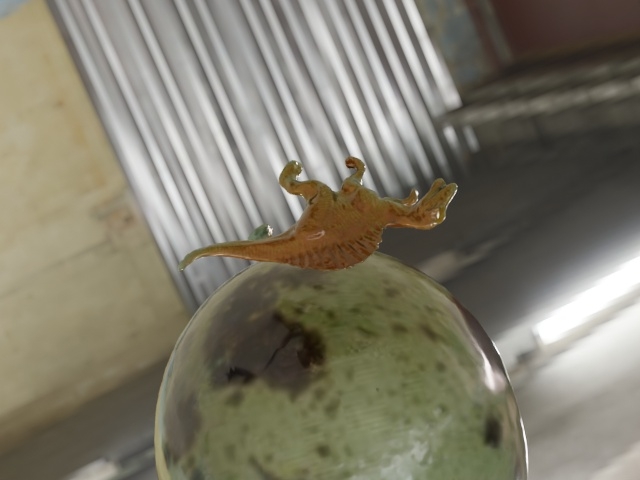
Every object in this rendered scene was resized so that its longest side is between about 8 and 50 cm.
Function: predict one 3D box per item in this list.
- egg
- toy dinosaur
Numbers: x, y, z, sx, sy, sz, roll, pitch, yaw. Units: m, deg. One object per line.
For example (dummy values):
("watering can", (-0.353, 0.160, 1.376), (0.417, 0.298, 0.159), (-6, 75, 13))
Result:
("egg", (0.026, 0.215, 1.817), (0.345, 0.428, 0.345), (-20, -173, 3))
("toy dinosaur", (0.001, -0.001, 1.650), (0.212, 0.057, 0.142), (-42, -132, -21))
